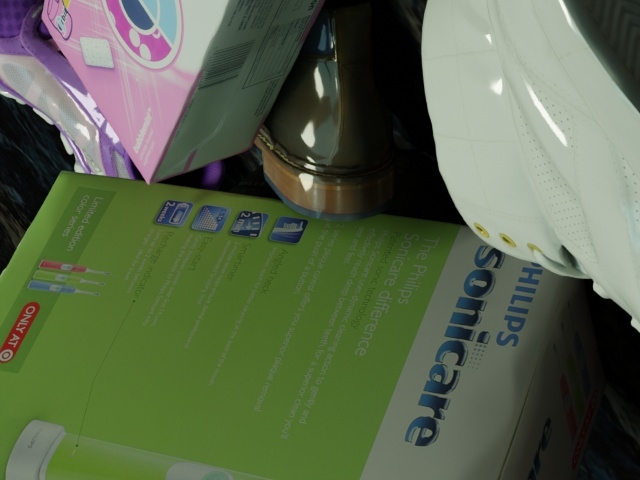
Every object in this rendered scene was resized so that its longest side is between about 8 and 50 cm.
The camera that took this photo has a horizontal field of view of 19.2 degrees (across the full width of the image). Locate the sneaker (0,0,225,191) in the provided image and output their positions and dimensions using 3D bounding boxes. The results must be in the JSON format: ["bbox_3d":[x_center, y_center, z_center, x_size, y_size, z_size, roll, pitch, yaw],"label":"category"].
[{"bbox_3d":[-0.139,-0.099,1.200,0.236,0.095,0.104,53,157,-21],"label":"sneaker"}]

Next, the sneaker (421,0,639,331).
[{"bbox_3d":[0.139,0.008,0.677,0.293,0.108,0.169,63,164,-4],"label":"sneaker"}]

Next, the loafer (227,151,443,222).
[{"bbox_3d":[0.000,0.000,1.042,0.078,0.080,0.220,57,162,-17],"label":"loafer"}]

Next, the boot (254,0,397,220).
[{"bbox_3d":[-0.028,-0.104,0.956,0.219,0.082,0.106,39,138,46],"label":"boot"}]

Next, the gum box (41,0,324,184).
[{"bbox_3d":[-0.056,-0.125,0.845,0.107,0.062,0.188,56,146,19],"label":"gum box"}]

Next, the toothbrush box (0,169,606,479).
[{"bbox_3d":[-0.029,0.094,0.913,0.283,0.206,0.122,7,143,23],"label":"toothbrush box"}]
